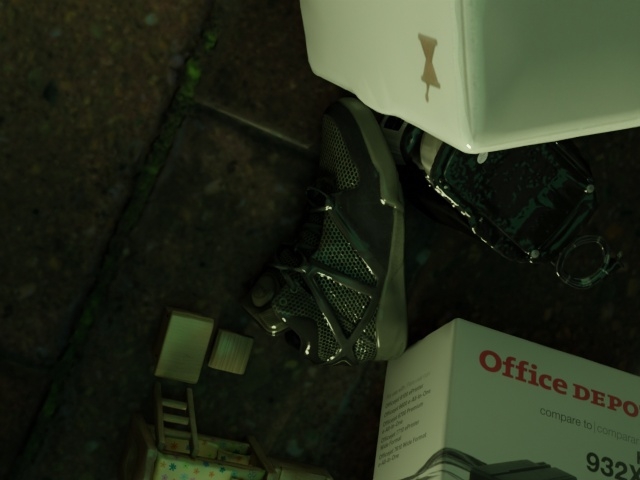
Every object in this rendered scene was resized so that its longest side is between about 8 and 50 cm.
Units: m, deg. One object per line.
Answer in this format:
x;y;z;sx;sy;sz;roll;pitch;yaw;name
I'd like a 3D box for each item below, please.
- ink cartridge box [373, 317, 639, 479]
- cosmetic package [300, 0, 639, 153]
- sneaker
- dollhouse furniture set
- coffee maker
0.162;0.246;1.123;0.223;0.129;0.307;19;61;-19;ink cartridge box
0.206;-0.274;0.958;0.393;0.329;0.327;-11;109;-16;cosmetic package
0.000;0.000;1.126;0.130;0.087;0.227;-10;110;-20;sneaker
-0.056;0.154;1.138;0.182;0.101;0.161;14;98;-18;dollhouse furniture set
0.134;-0.044;1.104;0.120;0.178;0.171;-27;106;-7;coffee maker
